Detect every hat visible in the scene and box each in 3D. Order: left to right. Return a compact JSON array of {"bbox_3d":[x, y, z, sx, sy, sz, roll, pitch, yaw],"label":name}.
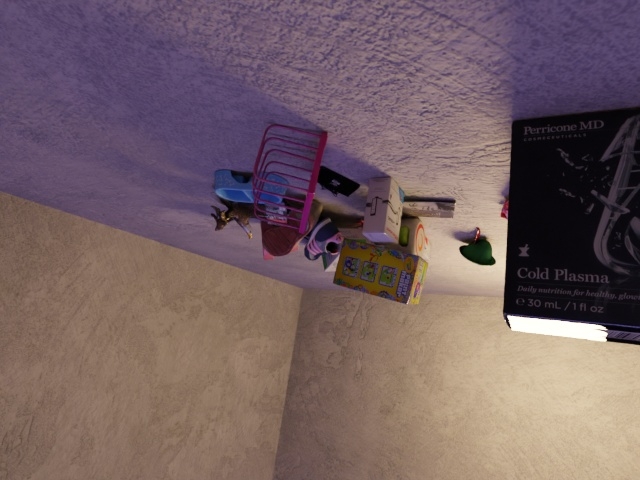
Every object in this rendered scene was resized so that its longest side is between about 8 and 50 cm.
[{"bbox_3d":[0.743,0.000,1.873,0.173,0.183,0.208,14,-153,4],"label":"hat"}]

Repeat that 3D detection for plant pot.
[{"bbox_3d":[-0.210,-0.007,2.108,0.180,0.201,0.201,-6,167,-8],"label":"plant pot"}]

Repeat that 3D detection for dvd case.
[{"bbox_3d":[-0.176,-0.102,1.664,0.087,0.013,0.119,7,145,5],"label":"dvd case"},{"bbox_3d":[0.406,-0.124,1.604,0.221,0.018,0.164,5,165,16],"label":"dvd case"}]

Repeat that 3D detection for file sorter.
[{"bbox_3d":[-0.102,-0.184,1.260,0.182,0.202,0.290,14,158,-2],"label":"file sorter"}]

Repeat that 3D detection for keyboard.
[{"bbox_3d":[0.044,-0.213,1.475,0.192,0.038,0.100,22,137,-36],"label":"keyboard"}]

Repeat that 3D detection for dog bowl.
[{"bbox_3d":[-0.273,-0.202,1.595,0.297,0.074,0.166,5,165,12],"label":"dog bowl"}]

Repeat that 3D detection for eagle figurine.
[{"bbox_3d":[-0.312,-0.120,1.784,0.226,0.298,0.225,41,145,39],"label":"eagle figurine"}]

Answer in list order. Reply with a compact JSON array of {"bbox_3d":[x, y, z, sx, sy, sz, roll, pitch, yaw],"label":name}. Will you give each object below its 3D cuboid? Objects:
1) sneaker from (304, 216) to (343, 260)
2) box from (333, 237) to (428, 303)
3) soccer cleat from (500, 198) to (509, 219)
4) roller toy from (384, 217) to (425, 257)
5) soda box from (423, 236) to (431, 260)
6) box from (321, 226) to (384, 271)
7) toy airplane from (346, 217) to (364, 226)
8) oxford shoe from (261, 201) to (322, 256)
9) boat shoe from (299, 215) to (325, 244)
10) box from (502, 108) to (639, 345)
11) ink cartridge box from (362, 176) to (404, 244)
[{"bbox_3d":[0.013,0.032,1.836,0.131,0.112,0.319,49,154,15],"label":"sneaker"},{"bbox_3d":[0.238,0.120,1.564,0.279,0.177,0.290,13,177,23],"label":"box"},{"bbox_3d":[0.653,-0.115,1.381,0.095,0.083,0.248,7,169,25],"label":"soccer cleat"},{"bbox_3d":[0.356,0.002,1.764,0.146,0.191,0.209,2,124,29],"label":"roller toy"},{"bbox_3d":[0.456,0.021,1.982,0.098,0.091,0.286,1,164,28],"label":"soda box"},{"bbox_3d":[0.165,0.042,1.935,0.262,0.126,0.231,1,153,-23],"label":"box"},{"bbox_3d":[0.199,-0.076,1.885,0.151,0.028,0.151,-3,162,-1],"label":"toy airplane"},{"bbox_3d":[-0.121,-0.044,1.828,0.397,0.146,0.140,-30,99,47],"label":"oxford shoe"},{"bbox_3d":[0.022,-0.036,1.980,0.341,0.127,0.158,6,153,-36],"label":"boat shoe"},{"bbox_3d":[0.689,-0.018,0.938,0.480,0.471,0.297,1,163,28],"label":"box"},{"bbox_3d":[0.222,-0.098,1.442,0.086,0.203,0.148,1,164,30],"label":"ink cartridge box"}]
